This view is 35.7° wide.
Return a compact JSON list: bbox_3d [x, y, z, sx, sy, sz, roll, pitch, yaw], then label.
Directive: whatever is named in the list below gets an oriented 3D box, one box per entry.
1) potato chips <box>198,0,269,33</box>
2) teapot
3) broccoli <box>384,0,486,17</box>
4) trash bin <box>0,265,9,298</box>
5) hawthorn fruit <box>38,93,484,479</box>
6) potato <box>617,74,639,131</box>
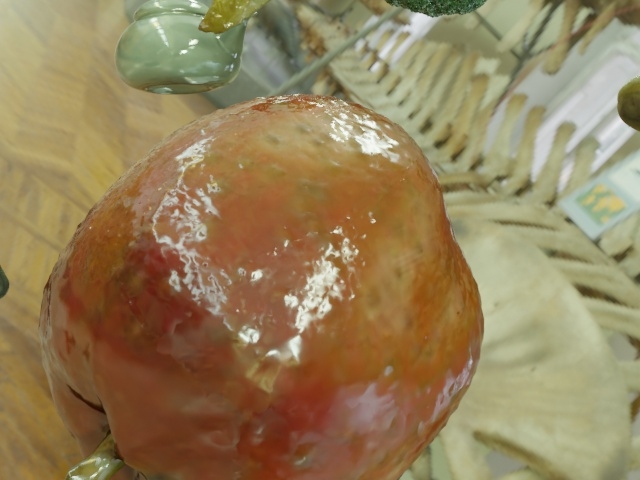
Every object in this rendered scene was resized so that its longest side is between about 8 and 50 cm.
[{"bbox_3d":[0.035,-0.347,1.127,0.057,0.406,0.080,41,-25,46],"label":"potato chips"},{"bbox_3d":[-0.238,-0.319,1.674,0.219,0.149,0.318,-1,1,-15],"label":"teapot"},{"bbox_3d":[0.149,-0.438,1.365,0.269,0.270,0.270,5,38,-4],"label":"broccoli"},{"bbox_3d":[-0.537,0.034,1.302,0.240,0.164,0.122,21,-43,48],"label":"trash bin"},{"bbox_3d":[-0.047,0.058,0.633,0.275,0.275,0.299,45,57,7],"label":"hawthorn fruit"},{"bbox_3d":[0.477,-0.192,1.393,0.092,0.070,0.138,60,-16,-21],"label":"potato"}]
